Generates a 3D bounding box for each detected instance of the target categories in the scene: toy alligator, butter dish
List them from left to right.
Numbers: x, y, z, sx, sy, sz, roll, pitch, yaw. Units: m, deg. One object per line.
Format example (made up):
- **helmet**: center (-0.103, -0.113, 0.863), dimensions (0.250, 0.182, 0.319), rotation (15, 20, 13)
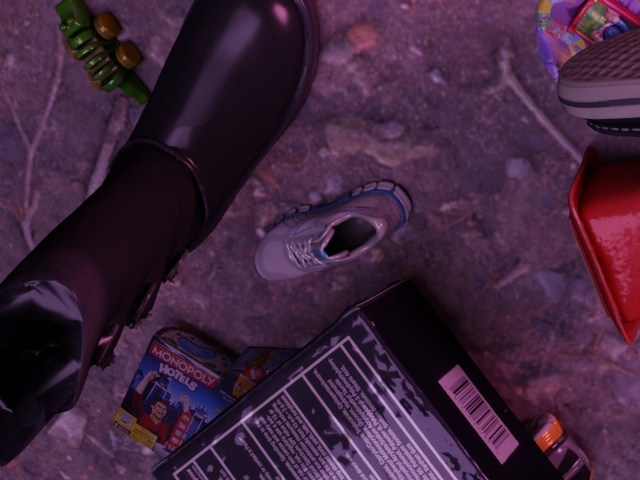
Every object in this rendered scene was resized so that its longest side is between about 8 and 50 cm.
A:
- **toy alligator**: center (-0.247, -0.215, 1.557), dimensions (0.056, 0.051, 0.190), rotation (-31, 100, 30)
- **butter dish**: center (0.306, -0.009, 1.370), dimensions (0.118, 0.160, 0.160), rotation (-17, 106, 24)

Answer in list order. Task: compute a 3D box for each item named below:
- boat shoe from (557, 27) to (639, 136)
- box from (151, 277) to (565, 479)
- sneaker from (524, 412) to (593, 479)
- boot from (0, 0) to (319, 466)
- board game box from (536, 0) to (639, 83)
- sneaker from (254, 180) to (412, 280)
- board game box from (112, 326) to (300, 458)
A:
- **boat shoe**: center (0.449, -0.101, 1.250), dimensions (0.500, 0.187, 0.156), rotation (2, 117, 11)
- **box**: center (0.046, 0.246, 1.502), dimensions (0.294, 0.182, 0.296), rotation (-39, 84, 21)
- **sneaker**: center (0.202, 0.279, 1.594), dimensions (0.083, 0.084, 0.215), rotation (39, 121, -5)
- **boot**: center (-0.171, -0.045, 1.375), dimensions (0.146, 0.445, 0.367), rotation (28, 121, 7)
- **board game box**: center (0.277, -0.190, 1.369), dimensions (0.168, 0.033, 0.133), rotation (-5, 112, 23)
- **sneaker**: center (0.000, 0.000, 1.542), dimensions (0.190, 0.083, 0.071), rotation (-27, 103, 31)
- **board game box**: center (-0.112, 0.178, 1.684), dimensions (0.194, 0.060, 0.194), rotation (32, 120, 6)
